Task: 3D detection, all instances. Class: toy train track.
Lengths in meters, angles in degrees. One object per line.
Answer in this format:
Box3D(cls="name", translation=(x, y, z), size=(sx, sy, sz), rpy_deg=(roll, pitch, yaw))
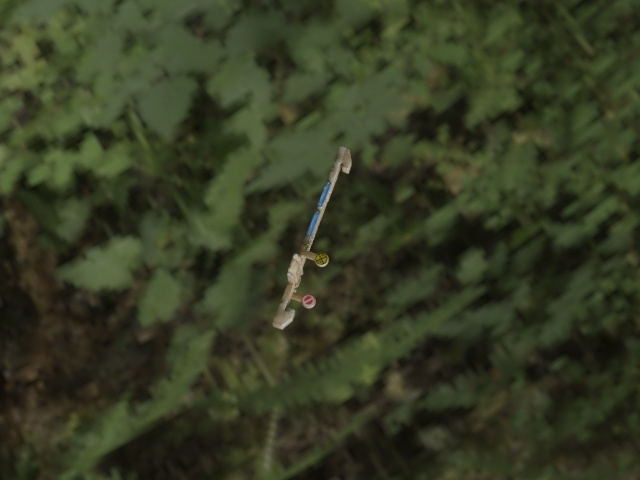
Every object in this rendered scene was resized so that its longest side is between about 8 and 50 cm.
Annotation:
Box3D(cls="toy train track", translation=(0.000, 0.000, 0.858), size=(0.048, 0.014, 0.083), rpy_deg=(84, 25, -79))
